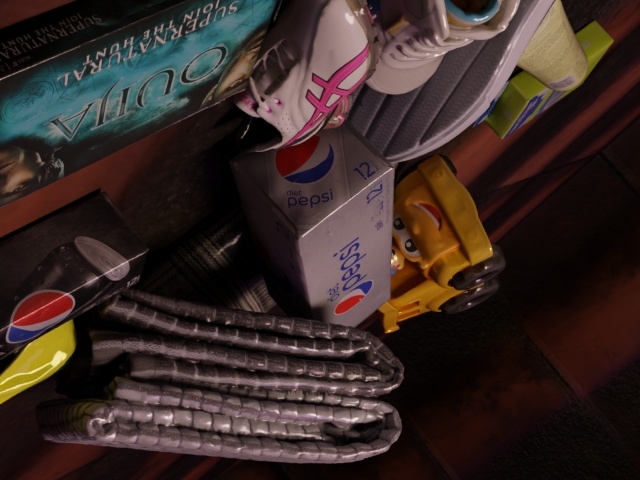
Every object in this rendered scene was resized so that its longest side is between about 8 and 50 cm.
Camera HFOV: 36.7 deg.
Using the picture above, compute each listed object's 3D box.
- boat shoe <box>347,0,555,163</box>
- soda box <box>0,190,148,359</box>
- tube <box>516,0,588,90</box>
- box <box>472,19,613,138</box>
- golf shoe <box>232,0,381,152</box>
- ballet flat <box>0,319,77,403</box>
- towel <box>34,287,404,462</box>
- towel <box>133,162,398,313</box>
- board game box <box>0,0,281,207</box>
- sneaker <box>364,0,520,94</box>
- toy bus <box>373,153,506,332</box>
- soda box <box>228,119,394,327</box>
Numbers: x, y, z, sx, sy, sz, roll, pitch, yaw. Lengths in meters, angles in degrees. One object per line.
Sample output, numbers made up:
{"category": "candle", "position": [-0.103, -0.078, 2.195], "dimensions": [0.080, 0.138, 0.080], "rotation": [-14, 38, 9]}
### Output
{"category": "boat shoe", "position": [0.131, -0.177, 0.742], "dimensions": [0.302, 0.109, 0.094], "rotation": [-49, 166, 30]}
{"category": "soda box", "position": [-0.202, 0.035, 0.648], "dimensions": [0.169, 0.060, 0.053], "rotation": [-31, 165, -29]}
{"category": "tube", "position": [0.243, -0.216, 1.050], "dimensions": [0.240, 0.062, 0.070], "rotation": [4, 93, -66]}
{"category": "box", "position": [0.286, -0.201, 1.245], "dimensions": [0.178, 0.042, 0.109], "rotation": [-35, 167, -19]}
{"category": "golf shoe", "position": [-0.015, -0.110, 0.647], "dimensions": [0.086, 0.067, 0.186], "rotation": [-32, 167, -20]}
{"category": "ballet flat", "position": [-0.284, 0.112, 0.703], "dimensions": [0.231, 0.077, 0.077], "rotation": [-36, 147, -22]}
{"category": "towel", "position": [-0.096, 0.132, 0.871], "dimensions": [0.283, 0.121, 0.235], "rotation": [10, 164, -22]}
{"category": "towel", "position": [-0.046, -0.002, 1.029], "dimensions": [0.312, 0.056, 0.324], "rotation": [-40, 166, -7]}
{"category": "board game box", "position": [-0.106, -0.094, 0.539], "dimensions": [0.186, 0.026, 0.126], "rotation": [-31, 166, -29]}
{"category": "sneaker", "position": [0.070, -0.156, 0.620], "dimensions": [0.087, 0.092, 0.229], "rotation": [-15, 158, -16]}
{"category": "toy bus", "position": [0.083, 0.022, 1.094], "dimensions": [0.211, 0.149, 0.220], "rotation": [-24, 163, -3]}
{"category": "soda box", "position": [0.000, 0.000, 0.858], "dimensions": [0.098, 0.091, 0.286], "rotation": [-37, 159, -12]}
